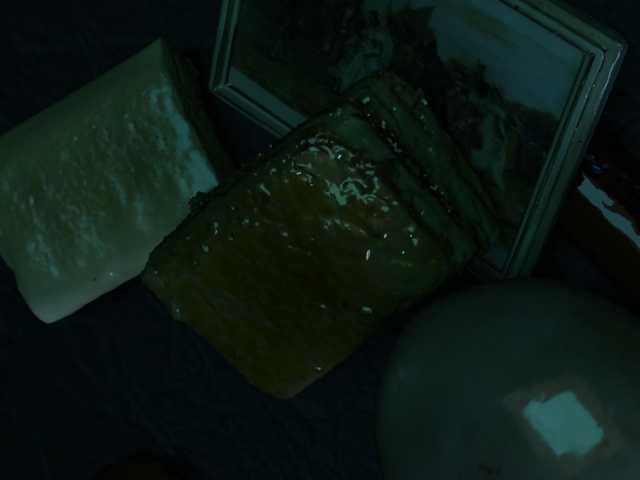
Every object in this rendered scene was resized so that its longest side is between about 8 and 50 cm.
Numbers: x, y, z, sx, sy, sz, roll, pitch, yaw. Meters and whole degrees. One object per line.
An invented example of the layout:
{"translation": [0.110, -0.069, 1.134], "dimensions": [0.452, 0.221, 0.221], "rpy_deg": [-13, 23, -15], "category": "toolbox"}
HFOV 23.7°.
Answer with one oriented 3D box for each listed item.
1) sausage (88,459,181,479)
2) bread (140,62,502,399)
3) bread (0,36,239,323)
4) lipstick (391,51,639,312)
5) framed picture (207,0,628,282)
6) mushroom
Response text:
{"translation": [-0.124, 0.303, 1.052], "dimensions": [0.089, 0.083, 0.300], "rpy_deg": [-4, 91, 32], "category": "sausage"}
{"translation": [0.000, 0.000, 0.927], "dimensions": [0.196, 0.102, 0.138], "rpy_deg": [-33, 108, 36], "category": "bread"}
{"translation": [-0.147, -0.039, 1.052], "dimensions": [0.178, 0.060, 0.139], "rpy_deg": [-26, 86, 19], "category": "bread"}
{"translation": [0.120, -0.079, 0.945], "dimensions": [0.418, 0.077, 0.077], "rpy_deg": [46, 107, 11], "category": "lipstick"}
{"translation": [0.041, -0.105, 0.930], "dimensions": [0.274, 0.017, 0.217], "rpy_deg": [34, 137, 22], "category": "framed picture"}
{"translation": [0.142, 0.121, 0.908], "dimensions": [0.226, 0.178, 0.226], "rpy_deg": [26, 131, 34], "category": "mushroom"}
